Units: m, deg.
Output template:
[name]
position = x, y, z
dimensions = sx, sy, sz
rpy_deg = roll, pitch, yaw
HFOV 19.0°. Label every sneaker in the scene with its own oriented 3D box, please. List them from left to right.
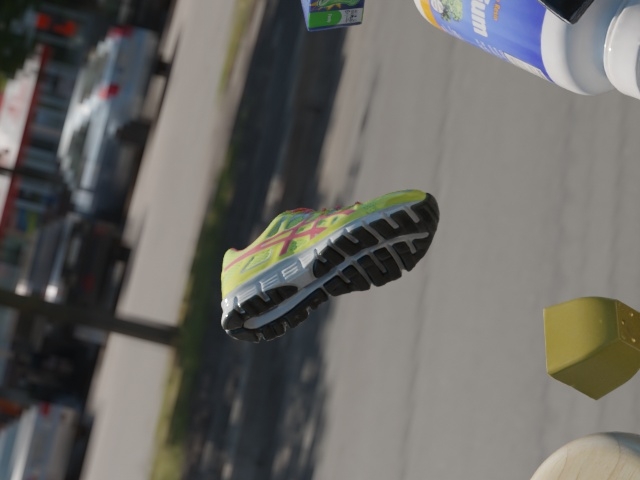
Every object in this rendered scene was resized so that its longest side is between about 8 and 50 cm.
[sneaker]
position = 0.000, 0.000, 1.620
dimensions = 0.081, 0.208, 0.094
rpy_deg = 54, -166, -47

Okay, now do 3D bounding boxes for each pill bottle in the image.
[pill bottle]
position = 0.226, -0.226, 1.781
dimensions = 0.272, 0.152, 0.152
rpy_deg = 31, 111, 40

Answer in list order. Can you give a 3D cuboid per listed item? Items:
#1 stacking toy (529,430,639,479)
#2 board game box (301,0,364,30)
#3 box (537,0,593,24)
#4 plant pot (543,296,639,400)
[stacking toy]
position = 0.264, 0.190, 1.235
dimensions = 0.141, 0.330, 0.141
rpy_deg = -3, 85, 38
[board game box]
position = -0.007, -0.242, 1.104
dimensions = 0.136, 0.035, 0.201
rpy_deg = 96, 164, -62
[box]
position = 0.191, -0.336, 1.392
dimensions = 0.293, 0.212, 0.395
rpy_deg = -52, -1, 10
[plant pot]
position = 0.286, 0.102, 1.951
dimensions = 0.083, 0.081, 0.081
rpy_deg = -30, 47, 38
